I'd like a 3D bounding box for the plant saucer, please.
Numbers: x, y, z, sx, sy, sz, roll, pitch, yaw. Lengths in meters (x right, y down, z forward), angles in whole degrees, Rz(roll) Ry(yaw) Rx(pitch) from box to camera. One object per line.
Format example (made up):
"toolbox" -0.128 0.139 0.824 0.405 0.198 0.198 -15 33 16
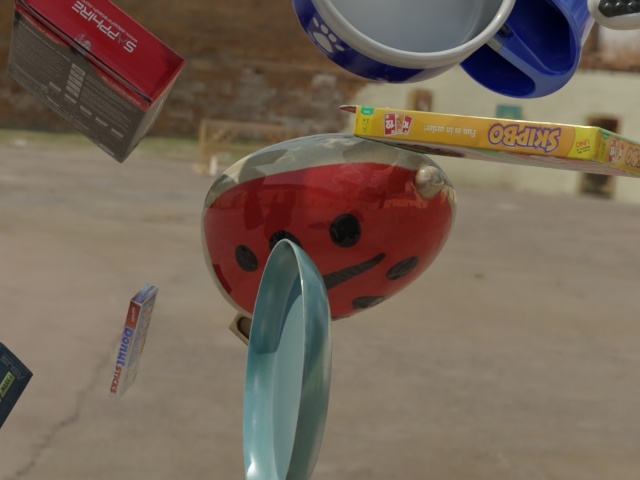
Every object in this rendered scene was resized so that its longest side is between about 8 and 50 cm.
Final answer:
"plant saucer" -0.038 0.158 1.650 0.044 0.317 0.317 7 4 -13

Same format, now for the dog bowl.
"dog bowl" 0.096 -0.322 1.713 0.265 0.265 0.104 4 -12 -15

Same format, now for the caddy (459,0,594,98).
"caddy" 0.297 -0.393 2.411 0.241 0.341 0.179 -31 17 49

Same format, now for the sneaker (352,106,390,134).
"sneaker" 0.112 -0.166 2.628 0.111 0.103 0.252 46 25 3

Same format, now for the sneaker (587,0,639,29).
"sneaker" 0.414 -0.311 1.820 0.110 0.118 0.292 47 45 11

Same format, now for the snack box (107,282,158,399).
"snack box" -0.284 0.154 2.203 0.022 0.178 0.064 22 28 10

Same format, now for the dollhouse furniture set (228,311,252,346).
"dollhouse furniture set" -0.104 0.120 2.303 0.144 0.151 0.123 42 28 18

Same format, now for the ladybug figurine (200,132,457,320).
"ladybug figurine" 0.000 0.000 2.022 0.305 0.162 0.449 32 -36 -25

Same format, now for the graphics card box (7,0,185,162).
"graphics card box" -0.333 -0.248 2.101 0.233 0.094 0.371 37 -17 -4

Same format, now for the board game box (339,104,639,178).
"board game box" 0.150 -0.089 1.283 0.259 0.039 0.124 12 2 35

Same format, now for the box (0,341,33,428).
"box" -0.417 0.212 1.472 0.233 0.059 0.183 -24 28 36
